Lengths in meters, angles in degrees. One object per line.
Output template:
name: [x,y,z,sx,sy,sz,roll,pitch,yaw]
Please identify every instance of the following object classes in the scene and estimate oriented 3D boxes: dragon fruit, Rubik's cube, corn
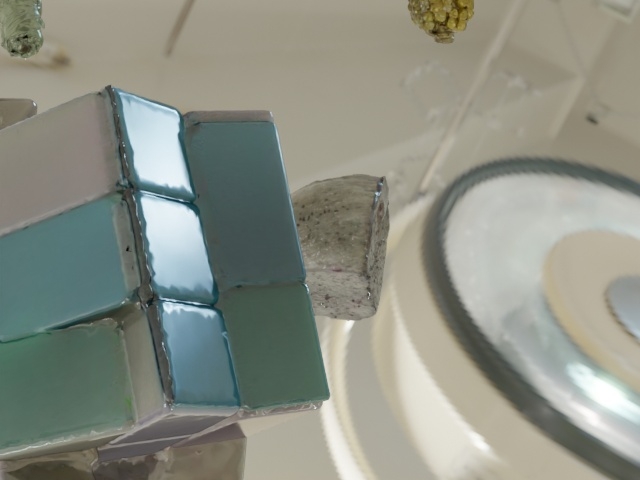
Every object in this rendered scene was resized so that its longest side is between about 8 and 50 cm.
dragon fruit: [0.000,0.000,2.384,0.221,0.204,0.283,0,159,9]
Rubik's cube: [-0.193,0.045,1.271,0.358,0.387,0.368,-2,163,-32]
corn: [0.155,-0.415,1.839,0.097,0.320,0.097,-1,-172,0]

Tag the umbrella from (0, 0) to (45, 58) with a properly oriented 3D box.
umbrella: [-0.359,-0.270,1.694,0.062,0.067,0.143,43,-164,-46]
